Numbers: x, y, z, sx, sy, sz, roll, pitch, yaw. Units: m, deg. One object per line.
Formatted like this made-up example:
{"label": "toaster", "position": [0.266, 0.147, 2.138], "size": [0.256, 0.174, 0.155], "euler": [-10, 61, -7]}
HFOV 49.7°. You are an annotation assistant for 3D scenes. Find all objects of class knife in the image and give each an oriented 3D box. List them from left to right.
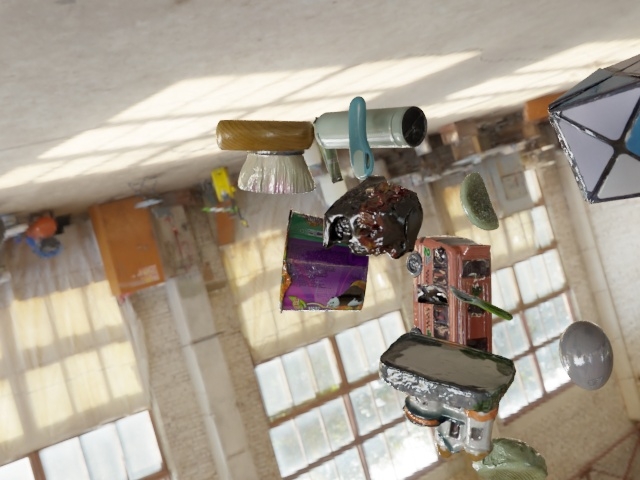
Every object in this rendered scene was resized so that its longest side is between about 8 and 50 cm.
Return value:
{"label": "knife", "position": [0.101, -0.257, 1.734], "size": [0.064, 0.222, 0.031], "euler": [-12, 164, 31]}
{"label": "knife", "position": [0.344, 0.136, 1.491], "size": [0.184, 0.022, 0.026], "euler": [25, 148, -20]}

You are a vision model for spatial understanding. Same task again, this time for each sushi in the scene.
{"label": "sushi", "position": [0.117, -0.039, 1.323], "size": [0.150, 0.153, 0.172], "euler": [9, -167, 37]}

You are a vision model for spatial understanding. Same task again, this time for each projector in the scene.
{"label": "projector", "position": [0.129, -0.301, 1.865], "size": [0.108, 0.108, 0.337], "euler": [-16, -164, -39]}

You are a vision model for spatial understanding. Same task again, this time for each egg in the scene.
{"label": "egg", "position": [0.757, 0.327, 1.972], "size": [0.146, 0.199, 0.146], "euler": [-7, 178, 0]}

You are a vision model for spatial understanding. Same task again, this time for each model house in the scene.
{"label": "model house", "position": [0.272, 0.382, 1.521], "size": [0.271, 0.301, 0.190], "euler": [11, -152, 28]}

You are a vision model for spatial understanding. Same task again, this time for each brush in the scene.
{"label": "brush", "position": [-0.130, -0.188, 1.535], "size": [0.174, 0.166, 0.266], "euler": [11, -168, 41]}

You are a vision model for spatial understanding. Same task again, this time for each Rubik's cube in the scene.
{"label": "Rubik's cube", "position": [0.815, -0.300, 1.762], "size": [0.305, 0.310, 0.307], "euler": [-34, -167, -31]}

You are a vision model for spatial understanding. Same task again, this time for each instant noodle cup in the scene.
{"label": "instant noodle cup", "position": [0.013, 0.055, 1.590], "size": [0.190, 0.251, 0.251], "euler": [6, 180, 0]}

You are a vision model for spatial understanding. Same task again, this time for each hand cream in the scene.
{"label": "hand cream", "position": [0.028, -0.311, 2.354], "size": [0.055, 0.235, 0.086], "euler": [-15, -175, 31]}

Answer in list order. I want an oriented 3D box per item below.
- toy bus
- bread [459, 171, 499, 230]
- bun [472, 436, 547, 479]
{"label": "toy bus", "position": [0.415, 0.198, 2.171], "size": [0.203, 0.427, 0.233], "euler": [-1, -179, -34]}
{"label": "bread", "position": [0.485, -0.116, 2.143], "size": [0.112, 0.193, 0.036], "euler": [-17, 175, -33]}
{"label": "bun", "position": [0.546, 0.636, 2.003], "size": [0.221, 0.108, 0.221], "euler": [5, 147, 3]}
